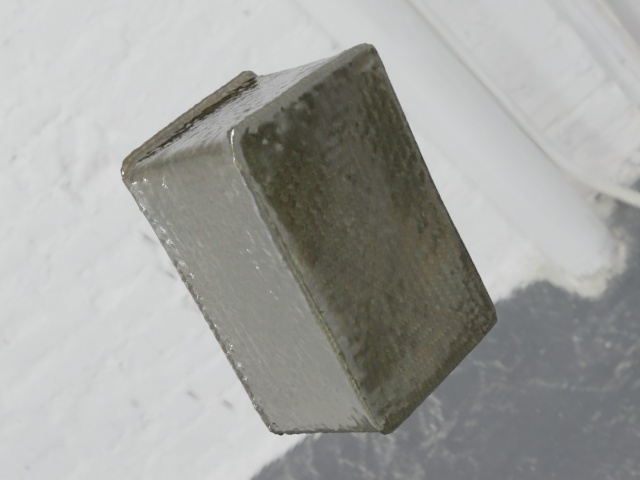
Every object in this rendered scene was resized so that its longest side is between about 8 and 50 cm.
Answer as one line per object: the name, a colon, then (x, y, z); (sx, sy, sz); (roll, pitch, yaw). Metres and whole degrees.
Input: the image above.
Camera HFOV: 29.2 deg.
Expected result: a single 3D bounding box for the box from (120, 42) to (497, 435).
box: (-0.002, 0.000, 0.988); (0.143, 0.273, 0.184); (-10, 24, 46)
